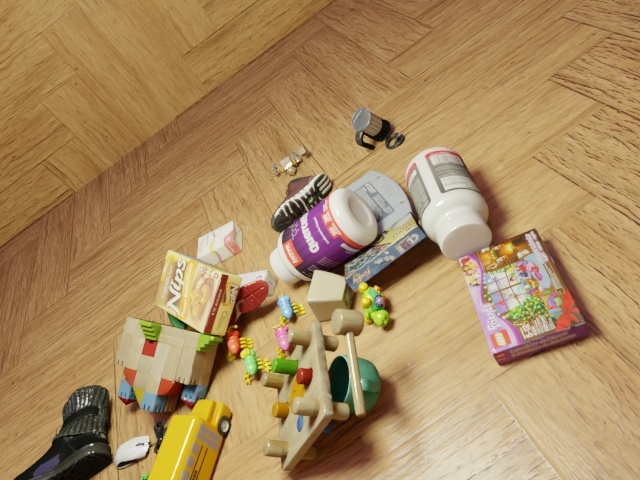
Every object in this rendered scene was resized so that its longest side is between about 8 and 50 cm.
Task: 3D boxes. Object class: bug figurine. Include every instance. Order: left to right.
[{"bbox_3d":[-0.165,0.277,1.543,0.279,0.072,0.216,-34,38,4],"label":"bug figurine"}]

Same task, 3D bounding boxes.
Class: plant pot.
[{"bbox_3d":[0.034,0.155,1.493,0.096,0.109,0.109,-3,49,22],"label":"plant pot"}]

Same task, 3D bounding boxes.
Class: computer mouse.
[{"bbox_3d":[-0.525,0.595,1.526,0.193,0.042,0.106,-28,40,12],"label":"computer mouse"}]

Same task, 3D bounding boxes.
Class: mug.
[{"bbox_3d":[0.085,0.344,1.235,0.158,0.097,0.130,-129,56,-65],"label":"mug"}]

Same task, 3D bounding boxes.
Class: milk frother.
[{"bbox_3d":[0.203,-0.390,1.875,0.143,0.134,0.129,-2,81,40],"label":"milk frother"}]

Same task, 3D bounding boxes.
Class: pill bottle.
[{"bbox_3d":[0.000,0.000,1.571,0.323,0.181,0.182,-36,35,30],"label":"pill bottle"},{"bbox_3d":[0.347,-0.099,1.438,0.176,0.176,0.319,-26,40,15],"label":"pill bottle"}]

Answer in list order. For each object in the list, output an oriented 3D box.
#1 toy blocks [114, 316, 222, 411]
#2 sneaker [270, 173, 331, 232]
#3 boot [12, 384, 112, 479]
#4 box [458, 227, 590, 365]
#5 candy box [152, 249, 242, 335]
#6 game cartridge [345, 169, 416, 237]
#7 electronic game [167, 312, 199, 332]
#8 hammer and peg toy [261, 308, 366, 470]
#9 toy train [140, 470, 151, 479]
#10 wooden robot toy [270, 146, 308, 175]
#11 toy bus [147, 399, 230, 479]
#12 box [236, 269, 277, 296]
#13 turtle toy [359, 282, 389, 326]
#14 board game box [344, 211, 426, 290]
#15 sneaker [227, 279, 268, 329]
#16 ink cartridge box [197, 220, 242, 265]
[{"bbox_3d":[-0.470,0.384,1.577,0.381,0.190,0.261,6,78,27],"label":"toy blocks"},{"bbox_3d":[-0.098,-0.134,1.896,0.281,0.106,0.162,-43,32,-24],"label":"sneaker"},{"bbox_3d":[-0.792,0.626,1.627,0.348,0.131,0.260,-28,45,-5],"label":"boot"},{"bbox_3d":[0.456,0.122,1.227,0.200,0.057,0.293,-25,40,17],"label":"box"},{"bbox_3d":[-0.386,0.155,1.637,0.316,0.087,0.183,16,88,44],"label":"candy box"},{"bbox_3d":[0.173,-0.106,1.682,0.198,0.062,0.297,-32,38,1],"label":"game cartridge"},{"bbox_3d":[-0.428,0.201,1.765,0.229,0.048,0.229,-2,85,31],"label":"electronic game"},{"bbox_3d":[-0.024,0.325,1.204,0.266,0.127,0.361,-98,30,-47],"label":"hammer and peg toy"},{"bbox_3d":[-0.454,0.638,1.450,0.083,0.017,0.024,-23,30,18],"label":"toy train"},{"bbox_3d":[-0.112,-0.289,2.097,0.173,0.076,0.079,-33,74,6],"label":"wooden robot toy"},{"bbox_3d":[-0.342,0.562,1.347,0.108,0.130,0.333,-10,46,30],"label":"toy bus"},{"bbox_3d":[-0.296,0.161,1.768,0.324,0.067,0.063,-12,45,30],"label":"box"},{"bbox_3d":[0.143,0.174,1.404,0.066,0.095,0.130,-10,43,1],"label":"turtle toy"},{"bbox_3d":[0.173,0.026,1.479,0.243,0.042,0.165,-38,11,12],"label":"board game box"},{"bbox_3d":[-0.243,0.175,1.654,0.221,0.087,0.128,-37,16,16],"label":"sneaker"},{"bbox_3d":[-0.389,0.023,1.975,0.198,0.067,0.115,-26,40,15],"label":"ink cartridge box"}]
